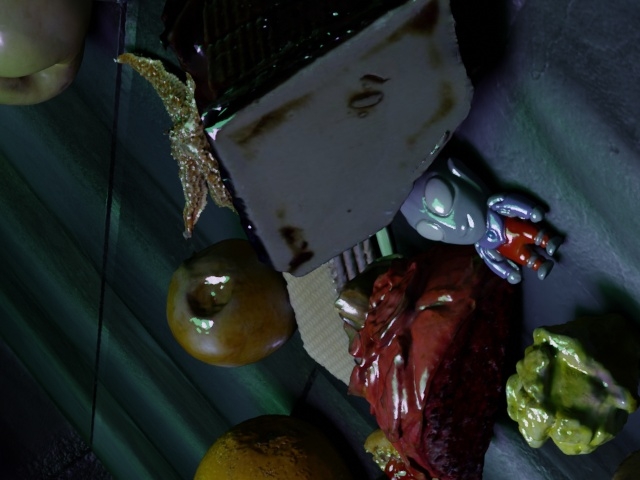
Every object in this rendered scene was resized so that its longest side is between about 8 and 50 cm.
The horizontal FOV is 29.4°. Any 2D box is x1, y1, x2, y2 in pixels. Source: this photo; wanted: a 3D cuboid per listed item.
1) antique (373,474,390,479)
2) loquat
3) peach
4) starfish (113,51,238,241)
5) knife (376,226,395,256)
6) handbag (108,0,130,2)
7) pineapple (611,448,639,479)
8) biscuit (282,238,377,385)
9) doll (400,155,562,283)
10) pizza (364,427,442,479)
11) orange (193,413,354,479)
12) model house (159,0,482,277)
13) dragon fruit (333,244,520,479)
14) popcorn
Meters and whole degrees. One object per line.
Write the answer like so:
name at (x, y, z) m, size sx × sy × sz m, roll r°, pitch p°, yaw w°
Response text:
antique at (0.142, 0.442, 1.783) m, size 0.221 × 0.081 × 0.080 m, roll 47°, pitch 152°, yaw 15°
loquat at (-0.115, 0.085, 1.661) m, size 0.179 × 0.179 × 0.227 m, roll 47°, pitch -173°, yaw 15°
peach at (-0.440, -0.335, 1.684) m, size 0.292 × 0.247 × 0.292 m, roll 164°, pitch 90°, yaw -86°
starfish at (-0.165, -0.116, 1.649) m, size 0.301 × 0.084 × 0.293 m, roll 7°, pitch 125°, yaw 51°
knife at (0.087, 0.042, 1.491) m, size 0.030 × 0.014 × 0.207 m, roll 24°, pitch 141°, yaw 44°
handbag at (-0.238, -0.330, 1.458) m, size 0.072 × 0.139 × 0.115 m, roll 61°, pitch 155°, yaw 6°
pineapple at (0.377, 0.317, 1.237) m, size 0.125 × 0.125 × 0.251 m, roll 18°, pitch 141°, yaw 51°
biscuit at (0.000, 0.000, 1.513) m, size 0.144 × 0.078 × 0.426 m, roll 29°, pitch 143°, yaw 43°
doll at (0.142, -0.034, 1.251) m, size 0.227 × 0.075 × 0.102 m, roll 31°, pitch 130°, yaw 20°
pizza at (0.143, 0.347, 1.698) m, size 0.199 × 0.062 × 0.188 m, roll 57°, pitch 156°, yaw -8°
orange at (-0.071, 0.410, 1.902) m, size 0.274 × 0.274 × 0.274 m, roll 39°, pitch 149°, yaw 29°
model house at (0.008, -0.187, 1.197) m, size 0.317 × 0.297 × 0.282 m, roll 64°, pitch -172°, yaw -50°
dragon fruit at (0.085, 0.136, 1.372) m, size 0.205 × 0.152 × 0.317 m, roll 31°, pitch 131°, yaw 39°
popcorn at (0.250, 0.140, 1.190) m, size 0.126 × 0.145 × 0.126 m, roll 53°, pitch 147°, yaw 18°
